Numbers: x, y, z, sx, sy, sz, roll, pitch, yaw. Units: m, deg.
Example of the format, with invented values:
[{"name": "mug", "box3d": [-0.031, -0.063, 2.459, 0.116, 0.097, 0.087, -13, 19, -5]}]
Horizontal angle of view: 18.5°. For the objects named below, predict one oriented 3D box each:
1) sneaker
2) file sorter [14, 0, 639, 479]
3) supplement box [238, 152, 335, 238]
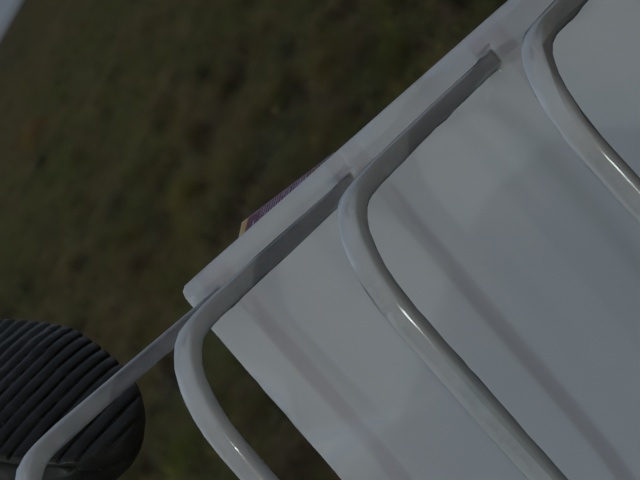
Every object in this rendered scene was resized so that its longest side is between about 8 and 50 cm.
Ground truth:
[{"name": "sneaker", "box3d": [-0.225, 0.134, 1.222, 0.331, 0.146, 0.122, 4, 32, 38]}, {"name": "file sorter", "box3d": [0.085, 0.031, 0.541, 0.278, 0.193, 0.173, -41, 1, 28]}, {"name": "supplement box", "box3d": [0.000, 0.000, 1.028, 0.083, 0.055, 0.043, -37, 31, 41]}]
